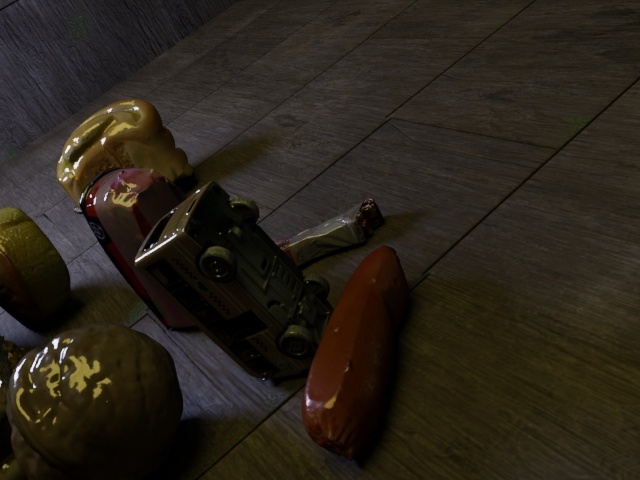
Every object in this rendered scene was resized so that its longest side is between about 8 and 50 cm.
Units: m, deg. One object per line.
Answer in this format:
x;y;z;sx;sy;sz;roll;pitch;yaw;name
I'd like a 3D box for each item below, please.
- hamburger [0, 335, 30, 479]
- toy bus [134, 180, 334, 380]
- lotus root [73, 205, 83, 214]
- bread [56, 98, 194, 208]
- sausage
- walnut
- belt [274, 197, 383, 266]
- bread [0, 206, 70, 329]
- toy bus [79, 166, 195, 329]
-0.557;0.301;1.193;0.276;0.195;0.318;-38;27;-8;hamburger
-0.115;0.070;1.054;0.157;0.289;0.139;-28;28;31;toy bus
-0.652;-0.097;2.078;0.083;0.030;0.037;-33;-3;-10;lotus root
-0.507;-0.201;1.881;0.315;0.270;0.211;-34;14;6;bread
0.053;0.134;0.981;0.093;0.097;0.348;-7;35;24;sausage
-0.309;0.241;1.027;0.248;0.248;0.248;-23;30;14;walnut
0.000;0.000;1.290;0.232;0.053;0.071;-25;21;10;belt
-0.656;0.063;1.593;0.269;0.270;0.148;7;36;48;bread
-0.280;0.011;1.282;0.147;0.303;0.127;0;38;37;toy bus
